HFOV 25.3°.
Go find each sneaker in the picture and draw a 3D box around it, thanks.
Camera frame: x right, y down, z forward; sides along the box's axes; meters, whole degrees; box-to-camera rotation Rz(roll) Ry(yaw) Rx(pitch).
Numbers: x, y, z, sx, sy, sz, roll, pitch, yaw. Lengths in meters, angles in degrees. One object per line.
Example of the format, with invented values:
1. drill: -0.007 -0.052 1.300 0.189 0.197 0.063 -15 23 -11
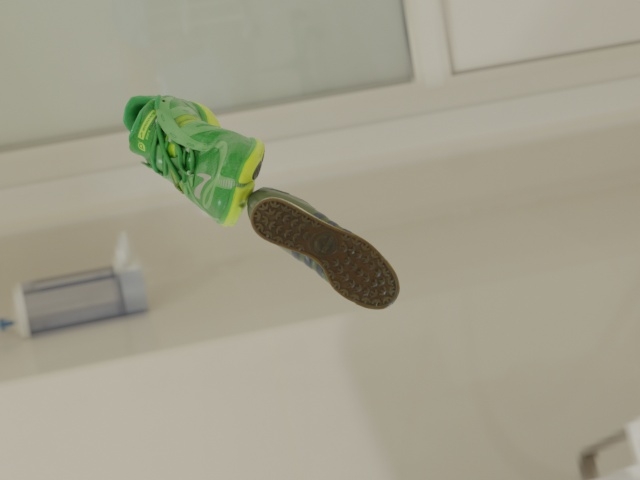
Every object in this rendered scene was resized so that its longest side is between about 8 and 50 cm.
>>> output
1. sneaker: 0.000 0.000 1.539 0.064 0.192 0.086 -54 22 8
2. sneaker: -0.154 -0.097 1.625 0.295 0.123 0.109 36 108 60
